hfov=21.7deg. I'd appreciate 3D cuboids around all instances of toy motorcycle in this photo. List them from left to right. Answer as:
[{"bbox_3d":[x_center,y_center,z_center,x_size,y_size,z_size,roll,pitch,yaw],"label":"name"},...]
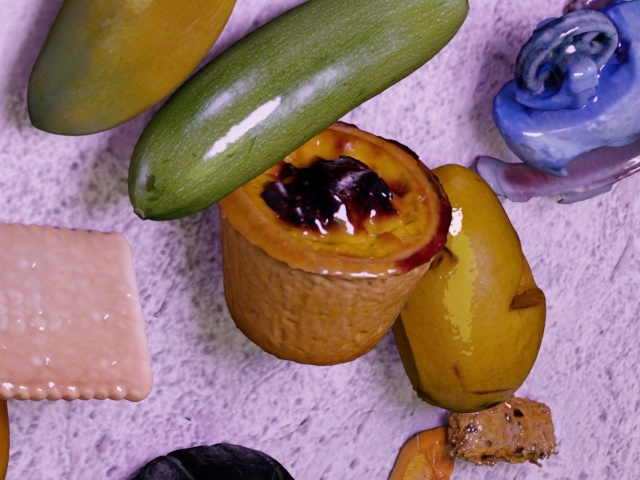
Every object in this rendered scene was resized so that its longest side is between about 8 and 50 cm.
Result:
[{"bbox_3d":[0.292,-0.124,1.602,0.319,0.182,0.241,-7,119,-33],"label":"toy motorcycle"}]

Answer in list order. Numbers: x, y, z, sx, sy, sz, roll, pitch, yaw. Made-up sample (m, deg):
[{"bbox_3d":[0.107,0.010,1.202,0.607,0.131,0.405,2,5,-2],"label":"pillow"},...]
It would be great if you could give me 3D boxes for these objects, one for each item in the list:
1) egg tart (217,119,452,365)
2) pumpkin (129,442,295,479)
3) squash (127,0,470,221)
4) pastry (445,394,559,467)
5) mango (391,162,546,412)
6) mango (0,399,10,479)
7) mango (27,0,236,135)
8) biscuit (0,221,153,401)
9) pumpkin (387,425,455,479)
[{"bbox_3d":[0.000,0.000,1.476,0.215,0.215,0.171,-12,137,-29],"label":"egg tart"},{"bbox_3d":[-0.107,0.299,1.586,0.220,0.162,0.220,-19,130,-24],"label":"pumpkin"},{"bbox_3d":[-0.009,-0.145,1.423,0.395,0.107,0.107,-34,130,-24],"label":"squash"},{"bbox_3d":[0.194,0.203,1.798,0.140,0.080,0.056,14,148,-36],"label":"pastry"},{"bbox_3d":[0.137,0.050,1.634,0.167,0.130,0.262,-31,124,-17],"label":"mango"},{"bbox_3d":[-0.320,0.159,1.405,0.136,0.099,0.227,7,101,-43],"label":"mango"},{"bbox_3d":[-0.142,-0.182,1.339,0.137,0.091,0.237,16,111,-38],"label":"mango"},{"bbox_3d":[-0.257,0.058,1.372,0.250,0.160,0.030,4,154,-37],"label":"biscuit"},{"bbox_3d":[0.111,0.248,1.789,0.073,0.035,0.101,8,113,-34],"label":"pumpkin"}]
